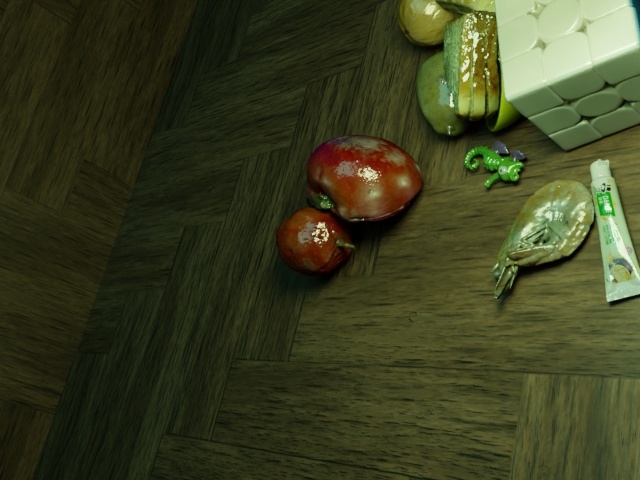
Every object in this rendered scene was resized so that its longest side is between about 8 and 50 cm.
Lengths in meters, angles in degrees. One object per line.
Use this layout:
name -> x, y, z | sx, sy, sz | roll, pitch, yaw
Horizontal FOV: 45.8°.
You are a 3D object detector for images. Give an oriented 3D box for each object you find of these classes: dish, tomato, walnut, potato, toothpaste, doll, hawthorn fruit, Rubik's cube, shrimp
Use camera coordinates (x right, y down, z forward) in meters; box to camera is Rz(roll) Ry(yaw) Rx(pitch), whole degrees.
dish -> 0.469, -0.402, 1.885 | 0.109, 0.221, 0.262 | -3, 45, 0
tomato -> 0.107, -0.202, 2.031 | 0.290, 0.176, 0.335 | -29, 34, -24
walnut -> 0.327, -0.663, 2.167 | 0.221, 0.195, 0.195 | -49, 39, 1
potato -> 0.336, -0.383, 2.008 | 0.159, 0.174, 0.251 | -2, 59, 0
toothpaste -> 0.607, -0.025, 1.575 | 0.058, 0.056, 0.314 | 109, 163, -60
doll -> 0.428, -0.189, 1.868 | 0.115, 0.050, 0.190 | -49, 38, 3
hawthorn fruit -> 0.000, 0.000, 2.092 | 0.253, 0.205, 0.205 | -2, 66, 48
Rubik's cube -> 0.578, -0.414, 1.631 | 0.291, 0.290, 0.291 | -21, 60, 37
shrimp -> 0.485, 0.004, 1.667 | 0.168, 0.077, 0.317 | 28, 85, 49

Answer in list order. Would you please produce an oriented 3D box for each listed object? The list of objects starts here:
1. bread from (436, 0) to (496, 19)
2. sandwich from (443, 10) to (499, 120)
bread -> 0.448, -0.680, 1.952 | 0.246, 0.111, 0.239 | -49, 25, 6
sandwich -> 0.363, -0.429, 1.869 | 0.288, 0.100, 0.254 | -95, 1, -76
